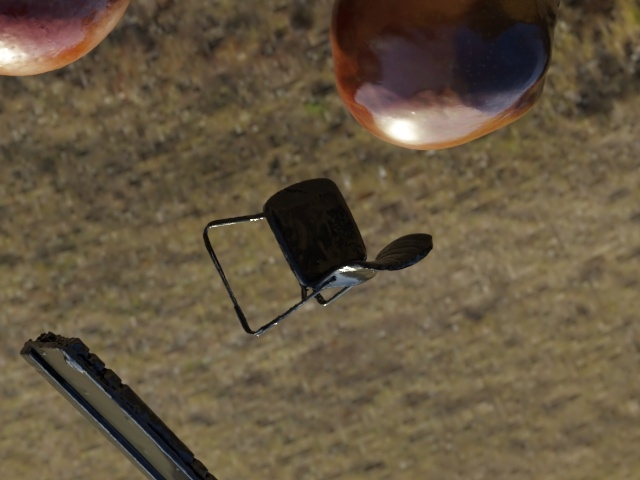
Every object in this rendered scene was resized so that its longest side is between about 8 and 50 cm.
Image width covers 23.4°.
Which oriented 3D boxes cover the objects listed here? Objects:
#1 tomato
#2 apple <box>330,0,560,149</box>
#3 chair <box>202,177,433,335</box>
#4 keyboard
[{"bbox_3d":[-0.314,-0.292,1.563,0.265,0.265,0.265,-17,151,-10],"label":"tomato"},{"bbox_3d":[0.123,-0.194,1.483,0.230,0.230,0.230,-17,151,-10],"label":"apple"},{"bbox_3d":[0.000,0.000,1.770,0.140,0.145,0.221,-22,178,-44],"label":"chair"},{"bbox_3d":[-0.079,0.135,0.895,0.023,0.231,0.072,-49,-162,-23],"label":"keyboard"}]
